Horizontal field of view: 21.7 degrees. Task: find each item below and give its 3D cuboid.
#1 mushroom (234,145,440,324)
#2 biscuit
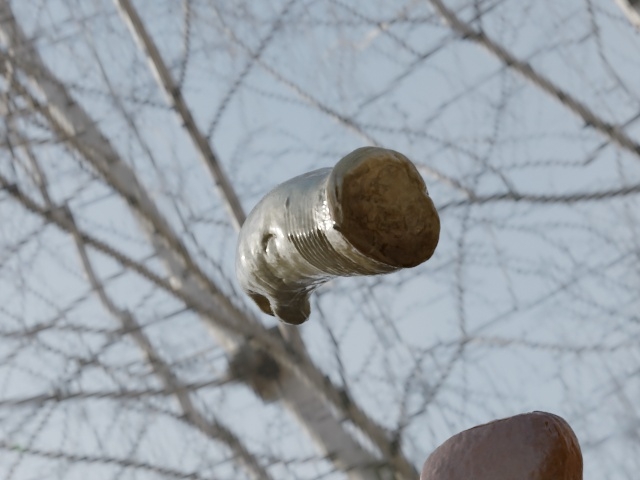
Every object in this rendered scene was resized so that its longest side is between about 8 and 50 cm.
[{"bbox_3d":[0.000,0.000,1.442,0.095,0.123,0.351,-38,1,-21],"label":"mushroom"},{"bbox_3d":[0.112,0.227,1.189,0.186,0.192,0.036,-19,-21,38],"label":"biscuit"}]
